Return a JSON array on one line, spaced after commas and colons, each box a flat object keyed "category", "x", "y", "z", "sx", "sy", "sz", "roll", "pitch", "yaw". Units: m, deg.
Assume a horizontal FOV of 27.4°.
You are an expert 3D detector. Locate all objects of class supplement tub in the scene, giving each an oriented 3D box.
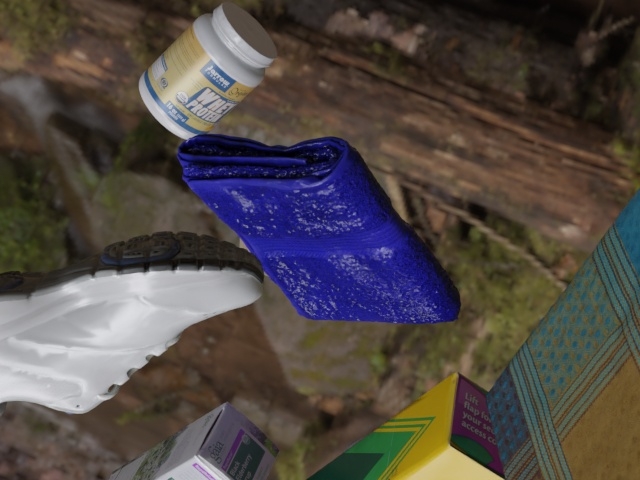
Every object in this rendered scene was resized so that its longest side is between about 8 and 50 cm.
[{"category": "supplement tub", "x": -0.181, "y": -0.275, "z": 2.122, "sx": 0.144, "sy": 0.144, "sz": 0.199, "roll": 36, "pitch": 115, "yaw": -28}]

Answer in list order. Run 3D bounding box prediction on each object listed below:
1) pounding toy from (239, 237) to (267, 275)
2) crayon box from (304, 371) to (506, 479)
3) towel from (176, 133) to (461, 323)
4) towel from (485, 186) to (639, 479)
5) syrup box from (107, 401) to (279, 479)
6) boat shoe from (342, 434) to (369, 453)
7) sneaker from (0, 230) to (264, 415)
[{"category": "pounding toy", "x": -0.044, "y": -0.010, "z": 1.963, "sx": 0.094, "sy": 0.181, "sz": 0.206, "roll": 18, "pitch": 125, "yaw": 23}, {"category": "crayon box", "x": 0.181, "y": 0.331, "z": 1.390, "sx": 0.363, "sy": 0.106, "sz": 0.313, "roll": 33, "pitch": 133, "yaw": -17}, {"category": "towel", "x": 0.000, "y": 0.000, "z": 1.436, "sx": 0.227, "sy": 0.076, "sz": 0.308, "roll": 5, "pitch": 151, "yaw": 37}, {"category": "towel", "x": 0.253, "y": 0.107, "z": 1.044, "sx": 0.040, "sy": 0.271, "sz": 0.370, "roll": 15, "pitch": 128, "yaw": -19}, {"category": "syrup box", "x": -0.166, "y": 0.293, "z": 1.551, "sx": 0.096, "sy": 0.093, "sz": 0.237, "roll": 45, "pitch": 128, "yaw": -15}, {"category": "boat shoe", "x": 0.180, "y": 0.282, "z": 1.585, "sx": 0.335, "sy": 0.121, "sz": 0.119, "roll": -8, "pitch": 137, "yaw": 40}, {"category": "sneaker", "x": -0.187, "y": 0.074, "z": 1.123, "sx": 0.297, "sy": 0.111, "sz": 0.129, "roll": -14, "pitch": 104, "yaw": 7}]
